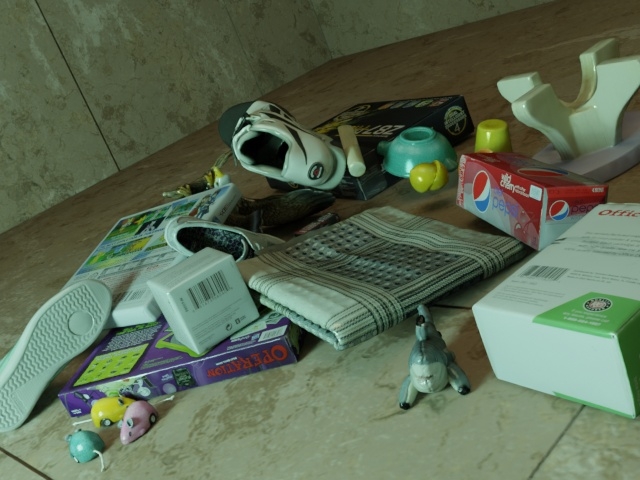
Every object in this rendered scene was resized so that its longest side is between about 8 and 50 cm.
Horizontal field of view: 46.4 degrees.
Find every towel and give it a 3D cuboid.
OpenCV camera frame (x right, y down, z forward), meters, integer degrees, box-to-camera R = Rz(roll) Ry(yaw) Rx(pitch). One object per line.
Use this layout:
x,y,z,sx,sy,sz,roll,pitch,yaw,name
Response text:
0.060,0.024,1.021,0.312,0.056,0.324,-23,22,-27,towel

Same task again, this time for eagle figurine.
-0.151,-0.049,1.416,0.298,0.225,0.226,28,91,29,eagle figurine

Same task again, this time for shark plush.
0.120,0.109,0.791,0.073,0.067,0.161,-14,21,25,shark plush

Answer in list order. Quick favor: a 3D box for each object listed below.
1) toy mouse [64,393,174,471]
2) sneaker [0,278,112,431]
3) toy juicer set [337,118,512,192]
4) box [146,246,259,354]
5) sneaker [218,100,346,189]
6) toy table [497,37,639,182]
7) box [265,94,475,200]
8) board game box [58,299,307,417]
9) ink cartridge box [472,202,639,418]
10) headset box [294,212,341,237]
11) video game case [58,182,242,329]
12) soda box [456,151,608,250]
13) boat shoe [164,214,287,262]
-0.264,0.234,0.934,0.161,0.031,0.143,-20,19,6,toy mouse
-0.429,0.157,1.142,0.256,0.094,0.151,-53,26,-15,sneaker
0.169,-0.134,1.330,0.329,0.089,0.209,2,34,17,toy juicer set
-0.156,0.078,0.996,0.101,0.102,0.087,-32,23,-24,box
-0.112,-0.188,1.368,0.146,0.122,0.330,0,20,-43,sneaker
0.405,-0.196,1.166,0.252,0.160,0.274,-4,27,43,toy table
0.089,-0.208,1.646,0.318,0.097,0.395,-34,23,-23,box
-0.178,0.142,1.070,0.347,0.056,0.208,-16,24,17,board game box
0.284,0.054,0.719,0.219,0.092,0.160,-32,22,-28,ink cartridge box
0.000,0.000,1.229,0.083,0.062,0.032,-32,20,-30,headset box
-0.319,0.038,1.289,0.329,0.036,0.300,-13,35,39,video game case
0.278,-0.061,1.017,0.092,0.083,0.263,-3,16,-12,soda box
-0.127,0.020,1.148,0.228,0.079,0.081,17,3,-20,boat shoe
